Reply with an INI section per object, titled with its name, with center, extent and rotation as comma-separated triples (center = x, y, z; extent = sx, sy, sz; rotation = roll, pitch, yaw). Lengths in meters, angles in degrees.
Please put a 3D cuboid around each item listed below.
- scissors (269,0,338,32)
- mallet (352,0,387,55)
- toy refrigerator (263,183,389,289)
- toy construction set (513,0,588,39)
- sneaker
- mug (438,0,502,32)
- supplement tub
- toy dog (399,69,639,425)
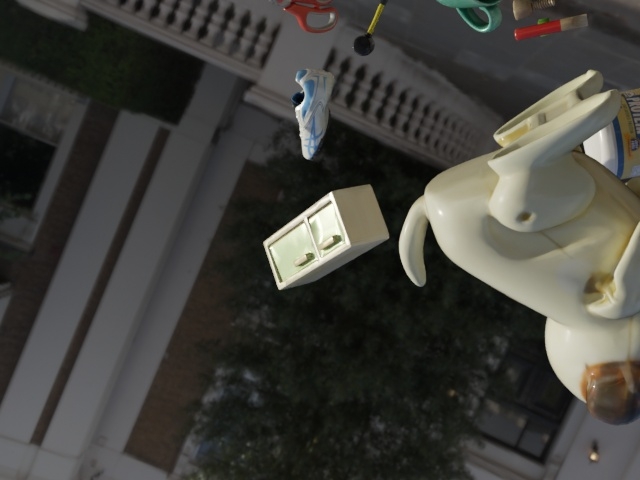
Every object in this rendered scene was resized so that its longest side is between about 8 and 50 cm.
[scissors]
center = -0.065, -0.435, 1.469
extent = 0.021, 0.109, 0.297
rotation = 24, -151, 35
[mallet]
center = 0.113, -0.433, 1.481
extent = 0.039, 0.190, 0.062
rotation = 26, -170, 2
[toy refrigerator]
center = 0.000, 0.000, 1.427
extent = 0.094, 0.102, 0.269
rotation = -12, 168, -34
[toy construction set]
center = 0.495, -0.561, 1.563
extent = 0.237, 0.309, 0.257
rotation = -5, 174, 26
[sneaker]
center = -0.022, -0.268, 1.682
extent = 0.086, 0.085, 0.237
rotation = 14, 141, 5
[mug]
center = 0.207, -0.392, 1.154
extent = 0.129, 0.158, 0.097
rotation = 5, -173, -37
[supplement tub]
center = 0.549, -0.183, 1.313
extent = 0.199, 0.144, 0.144
rotation = -11, -179, 7
[toy dog]
center = 0.341, 0.042, 1.046
extent = 0.408, 0.395, 0.284
rotation = 55, -168, -7
